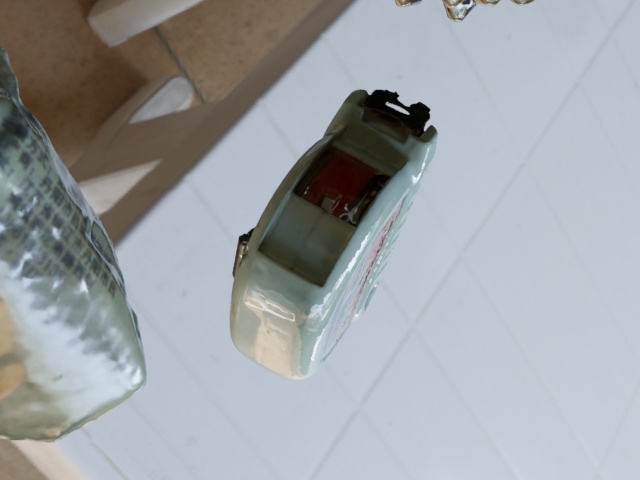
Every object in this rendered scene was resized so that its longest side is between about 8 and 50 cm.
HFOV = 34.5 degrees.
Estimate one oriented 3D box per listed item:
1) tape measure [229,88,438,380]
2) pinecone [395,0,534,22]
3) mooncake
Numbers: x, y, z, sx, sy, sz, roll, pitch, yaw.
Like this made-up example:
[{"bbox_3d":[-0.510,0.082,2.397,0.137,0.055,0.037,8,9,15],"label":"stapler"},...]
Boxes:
[{"bbox_3d":[0.001,-0.001,1.034,0.125,0.243,0.246,30,46,13],"label":"tape measure"},{"bbox_3d":[0.151,-0.437,1.022,0.397,0.397,0.398,8,78,-43],"label":"pinecone"},{"bbox_3d":[-0.251,0.015,0.604,0.136,0.250,0.254,-110,-177,-55],"label":"mooncake"}]
